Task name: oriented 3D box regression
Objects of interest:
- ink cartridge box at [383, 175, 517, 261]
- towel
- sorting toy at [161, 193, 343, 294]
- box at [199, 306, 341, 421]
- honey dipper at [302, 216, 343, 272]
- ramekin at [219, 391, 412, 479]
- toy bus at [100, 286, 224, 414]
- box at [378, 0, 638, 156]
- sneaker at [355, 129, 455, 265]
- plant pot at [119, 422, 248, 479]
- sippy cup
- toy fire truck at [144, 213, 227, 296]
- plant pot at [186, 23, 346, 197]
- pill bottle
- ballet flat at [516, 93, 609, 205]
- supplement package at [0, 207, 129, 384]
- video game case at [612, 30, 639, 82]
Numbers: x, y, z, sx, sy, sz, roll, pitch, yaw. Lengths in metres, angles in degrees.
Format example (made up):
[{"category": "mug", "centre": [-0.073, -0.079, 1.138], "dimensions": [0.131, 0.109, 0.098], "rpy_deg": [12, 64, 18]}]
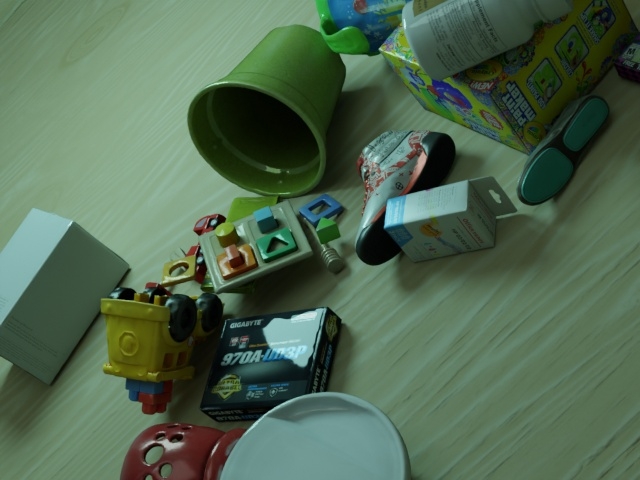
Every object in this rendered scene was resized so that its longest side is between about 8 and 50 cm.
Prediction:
[{"category": "ink cartridge box", "centre": [0.204, -0.032, 1.538], "dimensions": [0.181, 0.104, 0.061], "rpy_deg": [-13, 50, 31]}, {"category": "towel", "centre": [-0.143, 0.003, 1.811], "dimensions": [0.102, 0.021, 0.237], "rpy_deg": [1, 47, 15]}, {"category": "sorting toy", "centre": [-0.123, 0.000, 1.736], "dimensions": [0.348, 0.047, 0.196], "rpy_deg": [-23, 35, -3]}, {"category": "box", "centre": [-0.081, 0.205, 1.618], "dimensions": [0.220, 0.051, 0.175], "rpy_deg": [-10, 52, 34]}, {"category": "honey dipper", "centre": [0.000, 0.000, 1.738], "dimensions": [0.030, 0.030, 0.160], "rpy_deg": [-39, 39, 7]}, {"category": "ramekin", "centre": [0.006, 0.353, 1.339], "dimensions": [0.273, 0.127, 0.273], "rpy_deg": [-14, 49, 16]}, {"category": "toy bus", "centre": [-0.272, 0.189, 1.711], "dimensions": [0.149, 0.220, 0.211], "rpy_deg": [3, 91, 24]}, {"category": "box", "centre": [0.309, -0.332, 1.647], "dimensions": [0.279, 0.177, 0.290], "rpy_deg": [-50, 41, -5]}, {"category": "sneaker", "centre": [0.107, -0.078, 1.671], "dimensions": [0.145, 0.090, 0.270], "rpy_deg": [15, 64, 46]}, {"category": "plant pot", "centre": [-0.175, 0.368, 1.460], "dimensions": [0.174, 0.191, 0.191], "rpy_deg": [-5, 54, 29]}, {"category": "sippy cup", "centre": [0.145, -0.471, 1.832], "dimensions": [0.224, 0.240, 0.305], "rpy_deg": [5, 84, 51]}, {"category": "toy fire truck", "centre": [-0.255, 0.041, 1.898], "dimensions": [0.135, 0.047, 0.192], "rpy_deg": [-9, 52, 36]}, {"category": "plant pot", "centre": [-0.074, -0.265, 1.869], "dimensions": [0.276, 0.276, 0.254], "rpy_deg": [-7, 41, 36]}, {"category": "pill bottle", "centre": [0.249, -0.340, 1.467], "dimensions": [0.229, 0.131, 0.131], "rpy_deg": [-21, 46, 26]}, {"category": "ballet flat", "centre": [0.370, -0.138, 1.534], "dimensions": [0.213, 0.072, 0.068], "rpy_deg": [-51, 14, -8]}, {"category": "supplement package", "centre": [-0.564, 0.109, 1.995], "dimensions": [0.177, 0.175, 0.293], "rpy_deg": [15, 68, 47]}, {"category": "video game case", "centre": [0.598, -0.303, 1.489], "dimensions": [0.210, 0.042, 0.232], "rpy_deg": [-47, 41, -5]}]
